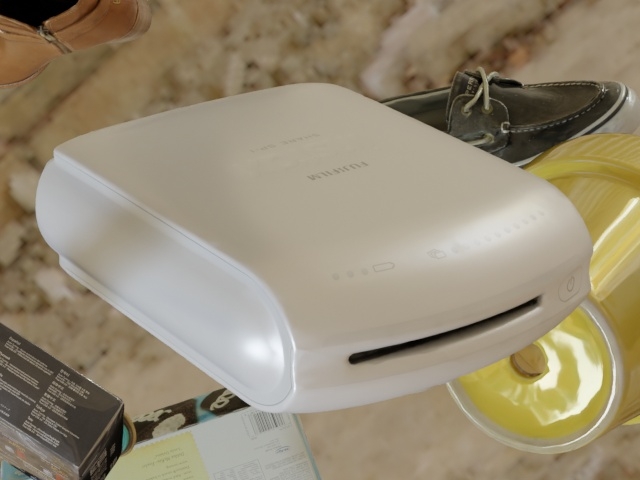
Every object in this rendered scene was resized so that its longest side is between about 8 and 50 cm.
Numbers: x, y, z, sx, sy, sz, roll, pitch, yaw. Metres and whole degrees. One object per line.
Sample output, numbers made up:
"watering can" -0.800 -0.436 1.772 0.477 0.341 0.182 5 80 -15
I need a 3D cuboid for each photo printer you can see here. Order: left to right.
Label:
"photo printer" 0.000 0.000 1.142 0.256 0.107 0.307 -16 30 -33

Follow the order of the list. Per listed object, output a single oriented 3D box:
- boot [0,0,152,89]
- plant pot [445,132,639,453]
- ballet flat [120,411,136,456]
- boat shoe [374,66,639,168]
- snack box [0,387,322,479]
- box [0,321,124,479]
"boot" -0.351 -0.245 2.063 0.283 0.109 0.220 -6 -1 14
"plant pot" 0.220 0.060 1.528 0.254 0.254 0.239 -27 4 35
"ballet flat" -0.294 0.173 1.898 0.073 0.232 0.080 -30 -48 -72
"boat shoe" 0.162 -0.117 1.848 0.335 0.119 0.121 -14 32 28
"snack box" -0.164 0.275 1.946 0.322 0.187 0.060 -18 28 1
"box" -0.327 0.120 1.640 0.076 0.307 0.242 -57 -4 -18
